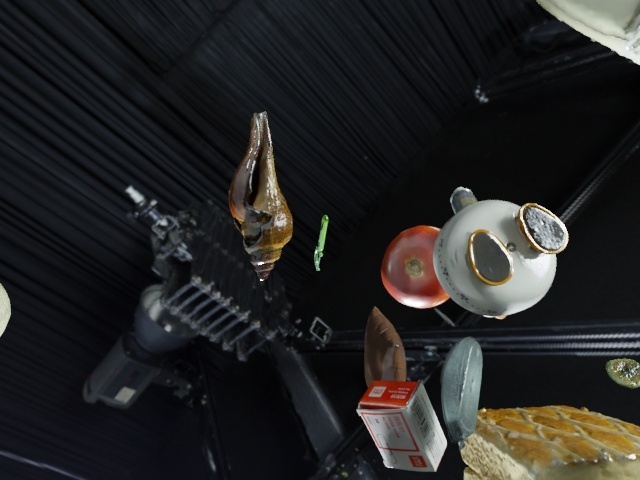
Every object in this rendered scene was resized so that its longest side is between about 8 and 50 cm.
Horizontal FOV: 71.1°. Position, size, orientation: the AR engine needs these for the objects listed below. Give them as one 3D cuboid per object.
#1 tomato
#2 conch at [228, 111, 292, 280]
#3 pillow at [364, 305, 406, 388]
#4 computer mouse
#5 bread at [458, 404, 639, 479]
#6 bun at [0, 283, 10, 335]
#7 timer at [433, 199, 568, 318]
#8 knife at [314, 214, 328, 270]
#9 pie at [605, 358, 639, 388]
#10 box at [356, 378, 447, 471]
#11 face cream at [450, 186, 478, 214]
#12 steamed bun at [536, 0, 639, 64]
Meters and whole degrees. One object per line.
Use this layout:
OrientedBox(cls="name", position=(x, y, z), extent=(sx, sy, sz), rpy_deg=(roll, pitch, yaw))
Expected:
OrientedBox(cls="tomato", position=(0.239, 0.061, 1.045), extent=(0.195, 0.136, 0.195), rpy_deg=(0, -90, 28))
OrientedBox(cls="conch", position=(-0.093, -0.061, 0.651), extent=(0.080, 0.233, 0.086), rpy_deg=(-15, -175, 37))
OrientedBox(cls="pillow", position=(0.216, 0.418, 1.509), extent=(0.108, 0.308, 0.305), rpy_deg=(-2, -168, -7))
OrientedBox(cls="computer mouse", position=(0.282, 0.309, 0.925), extent=(0.068, 0.113, 0.229), rpy_deg=(-5, -126, 39))
OrientedBox(cls="bread", position=(0.561, 0.558, 1.039), extent=(0.390, 0.371, 0.279), rpy_deg=(154, -63, -80))
OrientedBox(cls="bun", position=(-0.717, 0.090, 0.738), extent=(0.361, 0.361, 0.213), rpy_deg=(19, -76, 59))
OrientedBox(cls="timer", position=(0.343, 0.043, 0.912), extent=(0.233, 0.233, 0.240), rpy_deg=(-57, 175, -18))
OrientedBox(cls="knife", position=(0.001, 0.000, 1.260), extent=(0.212, 0.015, 0.054), rpy_deg=(100, -18, -48))
OrientedBox(cls="pie", position=(0.712, 0.306, 1.041), extent=(0.084, 0.021, 0.084), rpy_deg=(-8, -145, 6))
OrientedBox(cls="box", position=(0.181, 0.408, 0.992), extent=(0.133, 0.182, 0.099), rpy_deg=(-13, -163, 38))
OrientedBox(cls="face cream", position=(0.427, -0.056, 1.264), extent=(0.073, 0.073, 0.284), rpy_deg=(-33, -145, 24))
OrientedBox(cls="steamed bun", position=(0.347, -0.321, 0.457), extent=(0.200, 0.170, 0.225), rpy_deg=(57, -48, 33))
